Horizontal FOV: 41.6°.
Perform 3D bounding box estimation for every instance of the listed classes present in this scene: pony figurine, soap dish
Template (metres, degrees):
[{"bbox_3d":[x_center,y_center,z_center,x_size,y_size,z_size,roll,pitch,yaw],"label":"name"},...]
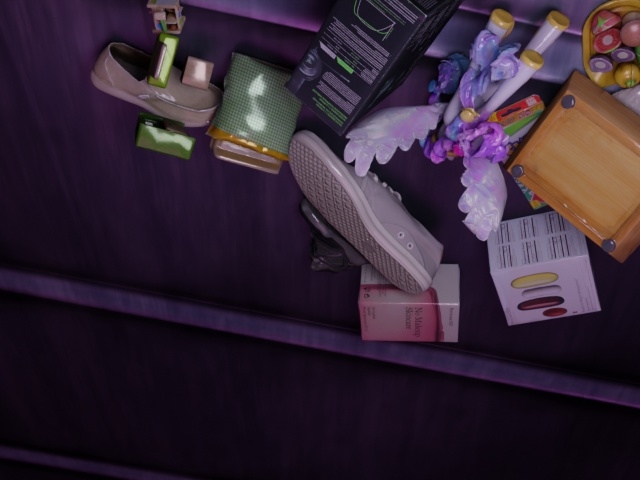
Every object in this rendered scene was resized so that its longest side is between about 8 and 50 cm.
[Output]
[{"bbox_3d":[0.254,-0.213,1.457,0.303,0.351,0.363,35,132,4],"label":"pony figurine"},{"bbox_3d":[0.498,-0.129,1.522,0.291,0.118,0.229,42,120,16],"label":"soap dish"}]

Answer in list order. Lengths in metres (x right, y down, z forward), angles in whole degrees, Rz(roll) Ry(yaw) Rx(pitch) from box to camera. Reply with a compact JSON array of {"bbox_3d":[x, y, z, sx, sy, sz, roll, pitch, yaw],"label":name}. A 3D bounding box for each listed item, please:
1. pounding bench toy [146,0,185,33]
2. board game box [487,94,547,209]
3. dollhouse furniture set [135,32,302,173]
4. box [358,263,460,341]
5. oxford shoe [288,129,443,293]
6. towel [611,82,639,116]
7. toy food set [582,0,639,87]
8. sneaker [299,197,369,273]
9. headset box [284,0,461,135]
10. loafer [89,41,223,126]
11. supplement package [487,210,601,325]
[{"bbox_3d":[-0.276,-0.395,1.500,0.052,0.083,0.065,3,136,4],"label":"pounding bench toy"},{"bbox_3d":[0.430,-0.172,1.685,0.124,0.039,0.259,-23,127,27],"label":"board game box"},{"bbox_3d":[-0.166,-0.237,1.522,0.301,0.151,0.197,14,102,-19],"label":"dollhouse furniture set"},{"bbox_3d":[0.210,0.147,1.986,0.232,0.127,0.148,0,136,8],"label":"box"},{"bbox_3d":[0.099,-0.073,1.776,0.449,0.130,0.169,46,159,-19],"label":"oxford shoe"},{"bbox_3d":[0.590,-0.195,1.550,0.282,0.049,0.187,-21,89,34],"label":"towel"},{"bbox_3d":[0.522,-0.342,1.459,0.128,0.071,0.218,-7,135,15],"label":"toy food set"},{"bbox_3d":[0.000,0.000,1.886,0.130,0.087,0.227,-27,133,23],"label":"sneaker"},{"bbox_3d":[0.098,-0.336,1.380,0.131,0.246,0.283,41,134,4],"label":"headset box"},{"bbox_3d":[-0.303,-0.296,1.597,0.268,0.102,0.092,16,142,-9],"label":"loafer"},{"bbox_3d":[0.485,0.059,1.838,0.203,0.149,0.194,-12,134,18],"label":"supplement package"}]
